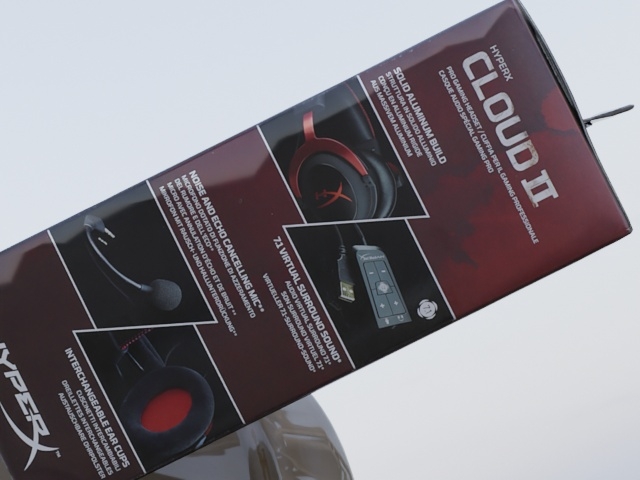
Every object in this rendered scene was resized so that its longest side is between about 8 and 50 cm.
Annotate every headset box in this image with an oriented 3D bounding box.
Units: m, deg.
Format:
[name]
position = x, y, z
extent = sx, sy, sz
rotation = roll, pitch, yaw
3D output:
[headset box]
position = 0.000, 0.000, 0.741
extent = 0.293, 0.110, 0.218
rotation = -27, 0, 2

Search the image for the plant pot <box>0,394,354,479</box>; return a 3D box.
[plant pot]
position = -0.181, 0.189, 0.914
extent = 0.280, 0.323, 0.323
rotation = 20, -39, -39
